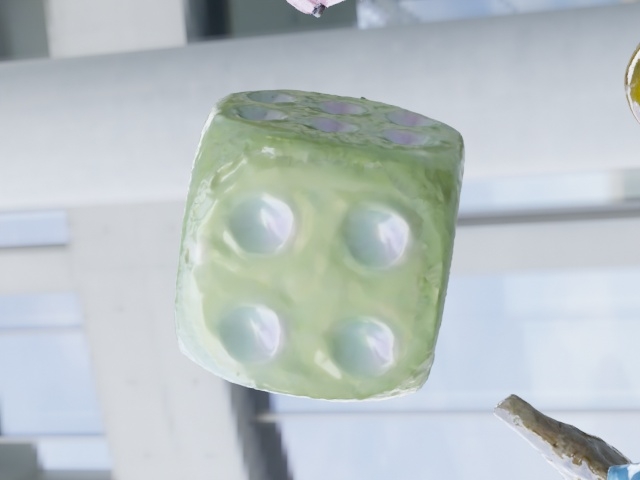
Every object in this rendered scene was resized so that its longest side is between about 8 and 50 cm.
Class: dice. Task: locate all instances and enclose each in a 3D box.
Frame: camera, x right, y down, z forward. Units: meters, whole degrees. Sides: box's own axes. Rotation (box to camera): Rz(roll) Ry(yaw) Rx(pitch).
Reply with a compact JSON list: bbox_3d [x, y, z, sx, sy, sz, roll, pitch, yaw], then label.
[{"bbox_3d":[0.000,0.000,1.880,0.254,0.252,0.250,-77,-4,-74],"label":"dice"}]

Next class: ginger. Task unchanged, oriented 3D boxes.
[{"bbox_3d":[0.361,0.297,2.513,0.080,0.166,0.333,-52,-46,-6],"label":"ginger"}]

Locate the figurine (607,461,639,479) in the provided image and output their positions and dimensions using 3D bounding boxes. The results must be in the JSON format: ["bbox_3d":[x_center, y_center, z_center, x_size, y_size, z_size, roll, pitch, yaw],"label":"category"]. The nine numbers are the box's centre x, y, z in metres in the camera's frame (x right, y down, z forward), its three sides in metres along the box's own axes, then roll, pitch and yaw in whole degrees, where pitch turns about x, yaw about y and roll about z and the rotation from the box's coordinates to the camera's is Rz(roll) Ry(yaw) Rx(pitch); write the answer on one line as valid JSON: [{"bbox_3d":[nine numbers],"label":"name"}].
[{"bbox_3d":[0.380,0.277,1.755,0.154,0.262,0.180,62,-141,-47],"label":"figurine"}]

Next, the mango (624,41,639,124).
[{"bbox_3d":[0.364,-0.168,1.728,0.113,0.253,0.138,-25,-106,-37],"label":"mango"}]

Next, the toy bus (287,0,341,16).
[{"bbox_3d":[0.021,-0.357,2.599,0.063,0.203,0.090,35,-110,-22],"label":"toy bus"}]
